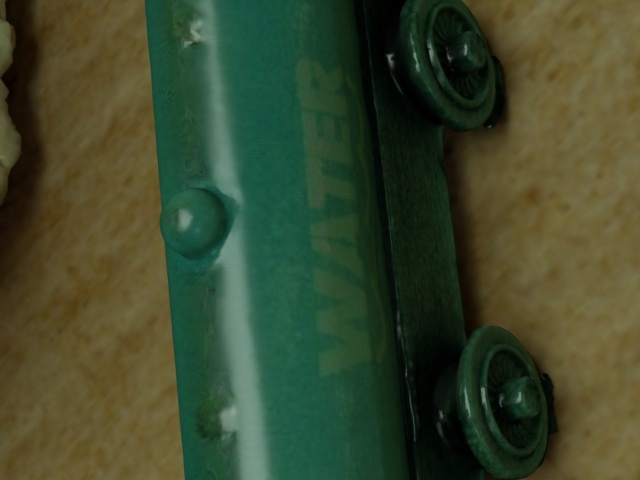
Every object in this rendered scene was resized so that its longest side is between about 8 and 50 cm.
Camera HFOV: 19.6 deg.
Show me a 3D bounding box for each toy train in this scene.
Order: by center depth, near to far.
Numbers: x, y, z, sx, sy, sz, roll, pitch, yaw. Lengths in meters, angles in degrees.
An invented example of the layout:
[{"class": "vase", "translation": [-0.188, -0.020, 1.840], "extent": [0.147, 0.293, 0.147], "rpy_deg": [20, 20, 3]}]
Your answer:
[{"class": "toy train", "translation": [0.000, 0.000, 0.660], "extent": [0.101, 0.159, 0.248], "rpy_deg": [-16, 75, 35]}]

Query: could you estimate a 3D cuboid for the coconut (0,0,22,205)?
[{"class": "coconut", "translation": [-0.361, -0.074, 0.775], "extent": [0.404, 0.404, 0.404], "rpy_deg": [-6, 79, 32]}]
